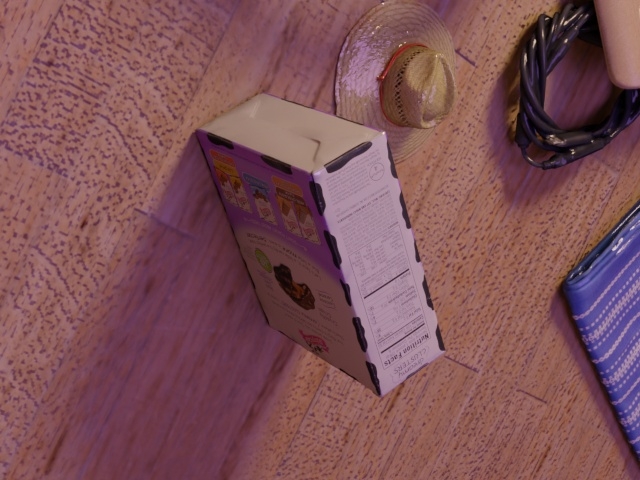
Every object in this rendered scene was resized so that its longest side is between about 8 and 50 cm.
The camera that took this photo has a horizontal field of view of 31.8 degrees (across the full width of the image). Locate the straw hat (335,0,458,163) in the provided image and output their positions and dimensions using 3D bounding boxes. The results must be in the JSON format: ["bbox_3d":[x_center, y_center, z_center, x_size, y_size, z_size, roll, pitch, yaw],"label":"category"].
[{"bbox_3d":[0.083,-0.128,0.948,0.144,0.061,0.144,-12,112,-33],"label":"straw hat"}]

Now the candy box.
[{"bbox_3d":[0.000,0.000,0.861,0.070,0.165,0.196,-32,122,-23],"label":"candy box"}]

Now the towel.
[{"bbox_3d":[0.404,0.086,1.272,0.243,0.040,0.336,-43,126,-17],"label":"towel"}]

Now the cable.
[{"bbox_3d":[0.254,-0.156,1.082,0.184,0.047,0.150,-23,111,-29],"label":"cable"}]

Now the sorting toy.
[{"bbox_3d":[0.341,-0.251,1.089,0.208,0.038,0.193,-13,92,-29],"label":"sorting toy"}]
